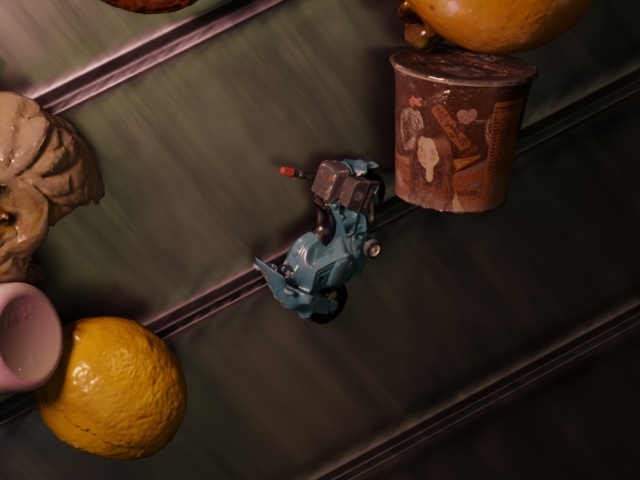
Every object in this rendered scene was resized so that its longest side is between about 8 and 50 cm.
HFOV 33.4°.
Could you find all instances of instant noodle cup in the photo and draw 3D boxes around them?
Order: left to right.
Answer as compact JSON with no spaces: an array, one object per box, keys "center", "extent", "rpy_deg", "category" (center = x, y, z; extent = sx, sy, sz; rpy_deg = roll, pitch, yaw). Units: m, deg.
[{"center":[0.200,-0.164,1.573],"extent":[0.217,0.217,0.207],"rpy_deg":[-2,113,-13],"category":"instant noodle cup"}]

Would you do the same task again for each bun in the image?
[{"center":[-0.442,-0.067,1.443],"extent":[0.281,0.205,0.282],"rpy_deg":[-3,105,-11],"category":"bun"}]

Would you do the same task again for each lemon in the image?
[{"center":[-0.307,0.216,1.563],"extent":[0.260,0.204,0.204],"rpy_deg":[39,94,-24],"category":"lemon"}]

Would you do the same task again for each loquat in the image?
[{"center":[0.228,-0.395,1.459],"extent":[0.328,0.328,0.359],"rpy_deg":[23,129,-18],"category":"loquat"}]

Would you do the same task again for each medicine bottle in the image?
[{"center":[-0.492,0.143,1.467],"extent":[0.254,0.152,0.152],"rpy_deg":[-10,113,29],"category":"medicine bottle"}]

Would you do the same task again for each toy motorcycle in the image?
[{"center":[0.000,0.000,1.622],"extent":[0.182,0.123,0.272],"rpy_deg":[9,107,-38],"category":"toy motorcycle"}]

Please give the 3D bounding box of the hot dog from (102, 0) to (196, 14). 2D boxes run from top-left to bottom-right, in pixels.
[{"center":[-0.286,-0.456,1.390],"extent":[0.387,0.174,0.267],"rpy_deg":[23,102,-28],"category":"hot dog"}]
